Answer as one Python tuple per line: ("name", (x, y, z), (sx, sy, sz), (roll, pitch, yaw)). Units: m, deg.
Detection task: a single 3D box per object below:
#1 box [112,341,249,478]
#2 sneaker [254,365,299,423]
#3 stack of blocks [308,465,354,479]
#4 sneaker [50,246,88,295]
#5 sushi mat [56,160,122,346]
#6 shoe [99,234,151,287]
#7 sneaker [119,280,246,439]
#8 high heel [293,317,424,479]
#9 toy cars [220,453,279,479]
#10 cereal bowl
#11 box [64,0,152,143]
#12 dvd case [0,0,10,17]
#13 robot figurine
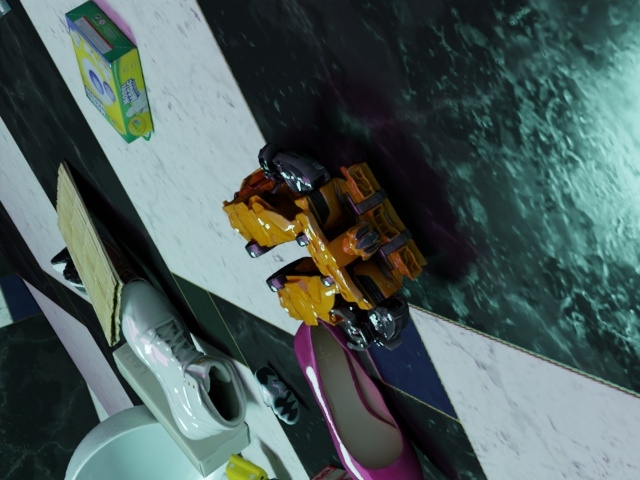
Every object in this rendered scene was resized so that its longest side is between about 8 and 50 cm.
("box", (-0.252, 0.286, 2.102), (0.275, 0.113, 0.094), (48, 160, 24))
("sneaker", (-0.059, 0.232, 1.669), (0.098, 0.038, 0.069), (56, 165, 29))
("stack of blocks", (0.084, 0.471, 1.634), (0.297, 0.087, 0.171), (58, 160, -7))
("sneaker", (-0.430, 0.059, 2.198), (0.108, 0.100, 0.271), (50, 168, -18))
("sushi mat", (-0.399, 0.018, 1.985), (0.316, 0.019, 0.151), (57, 148, 38))
("shoe", (-0.347, 0.061, 2.041), (0.178, 0.063, 0.081), (56, 156, -7))
("sneaker", (-0.216, 0.184, 1.895), (0.169, 0.108, 0.293), (-23, 97, 56))
("high heel", (0.047, 0.193, 1.286), (0.117, 0.082, 0.244), (88, 157, -73))
("toy cars", (-0.124, 0.496, 2.117), (0.176, 0.087, 0.394), (37, 159, 5))
("cereal bowl", (-0.335, 0.451, 2.256), (0.141, 0.339, 0.339), (55, 169, 56))
("box", (-0.259, -0.199, 1.432), (0.105, 0.043, 0.179), (47, 161, 25))
("dvd case", (-0.511, -0.381, 1.778), (0.087, 0.013, 0.119), (60, 161, -13))
("robot figurine", (0.000, 0.000, 1.075), (0.211, 0.085, 0.291), (58, 161, -8))
